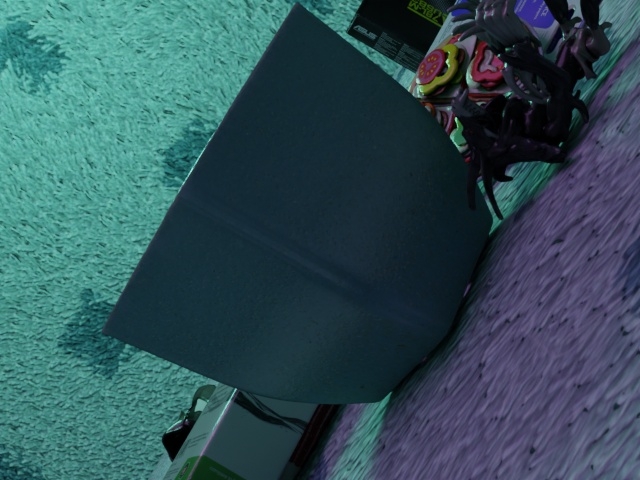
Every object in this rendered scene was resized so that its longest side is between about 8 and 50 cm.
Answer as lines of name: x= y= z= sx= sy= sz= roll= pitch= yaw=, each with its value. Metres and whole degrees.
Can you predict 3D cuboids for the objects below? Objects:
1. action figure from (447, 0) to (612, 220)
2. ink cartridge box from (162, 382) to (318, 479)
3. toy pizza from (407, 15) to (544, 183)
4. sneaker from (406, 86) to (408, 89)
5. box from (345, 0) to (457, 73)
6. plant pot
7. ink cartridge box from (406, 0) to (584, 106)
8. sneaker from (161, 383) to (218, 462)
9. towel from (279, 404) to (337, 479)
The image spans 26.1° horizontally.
action figure: x=0.172 y=-0.161 z=1.131 sx=0.275 sy=0.141 sz=0.164 roll=-58 pitch=16 yaw=-3
ink cartridge box: x=-0.079 y=0.201 z=1.449 sx=0.208 sy=0.087 sz=0.153 roll=-61 pitch=9 yaw=-19
toy pizza: x=0.141 y=-0.141 z=1.389 sx=0.201 sy=0.032 sz=0.201 roll=-29 pitch=48 yaw=38
sneaker: x=0.153 y=-0.215 z=2.152 sx=0.119 sy=0.057 sz=0.047 roll=-59 pitch=6 yaw=17
box: x=0.149 y=-0.303 z=1.926 sx=0.045 sy=0.191 sz=0.184 roll=-56 pitch=5 yaw=43
plant pot: x=0.000 y=0.000 z=1.207 sx=0.247 sy=0.252 sz=0.247 roll=-54 pitch=7 yaw=52
ink cartridge box: x=0.206 y=-0.214 z=1.433 sx=0.208 sy=0.045 sz=0.206 roll=21 pitch=79 yaw=55
sneaker: x=-0.155 y=0.245 z=1.788 sx=0.234 sy=0.106 sz=0.078 roll=-124 pitch=47 yaw=-64
towel: x=-0.071 y=0.279 z=1.545 sx=0.329 sy=0.037 sz=0.237 roll=-60 pitch=5 yaw=-7
